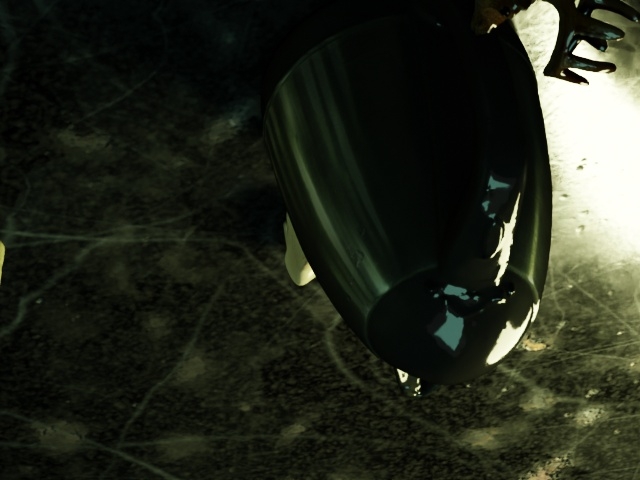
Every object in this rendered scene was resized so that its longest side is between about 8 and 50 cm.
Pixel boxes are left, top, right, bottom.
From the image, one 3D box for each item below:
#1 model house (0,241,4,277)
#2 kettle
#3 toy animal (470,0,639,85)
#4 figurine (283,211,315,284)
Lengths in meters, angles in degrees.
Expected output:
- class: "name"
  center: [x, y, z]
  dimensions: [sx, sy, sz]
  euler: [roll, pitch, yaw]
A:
- class: "model house"
  center: [-0.385, 0.033, 1.247]
  dimensions: [0.321, 0.261, 0.266]
  euler: [7, 165, 4]
- class: "kettle"
  center: [0.088, -0.029, 1.209]
  dimensions: [0.207, 0.271, 0.251]
  euler: [27, 128, -36]
- class: "toy animal"
  center: [0.090, -0.232, 1.030]
  dimensions: [0.260, 0.087, 0.243]
  euler: [17, 110, 2]
- class: "figurine"
  center: [0.000, 0.000, 1.403]
  dimensions: [0.050, 0.047, 0.083]
  euler: [-12, 146, -15]
